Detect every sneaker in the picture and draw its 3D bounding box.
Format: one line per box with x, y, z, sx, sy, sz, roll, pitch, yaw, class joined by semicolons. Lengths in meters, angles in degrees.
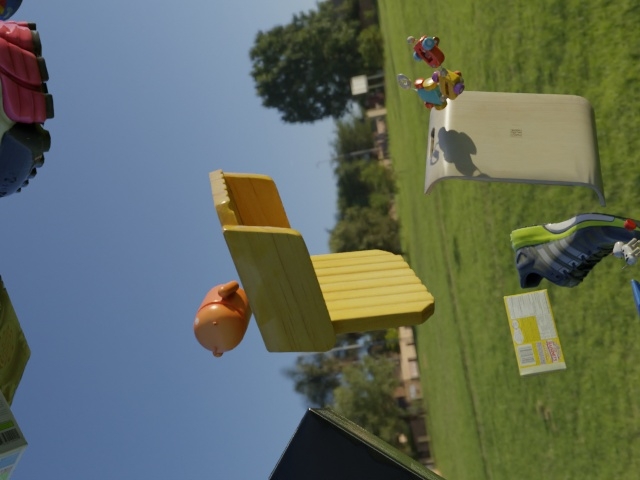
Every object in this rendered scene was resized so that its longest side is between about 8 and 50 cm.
-0.278;-0.050;0.490;0.112;0.299;0.121;-2;-117;-38;sneaker
0.475;0.024;1.326;0.300;0.111;0.121;-18;69;60;sneaker

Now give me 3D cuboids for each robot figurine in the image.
-0.234;0.185;1.751;0.128;0.158;0.219;44;-162;-13;robot figurine

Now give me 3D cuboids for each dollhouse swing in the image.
0.000;0.000;1.298;0.347;0.304;0.315;-117;8;-68;dollhouse swing

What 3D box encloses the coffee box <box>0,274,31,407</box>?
-0.599;0.184;1.267;0.246;0.098;0.141;97;177;-49;coffee box

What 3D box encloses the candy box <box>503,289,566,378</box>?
0.504;0.219;1.714;0.027;0.105;0.206;66;-163;-57;candy box

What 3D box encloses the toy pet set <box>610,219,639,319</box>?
0.428;0.050;0.929;0.114;0.122;0.065;-84;20;-45;toy pet set

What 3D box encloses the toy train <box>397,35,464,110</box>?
0.193;-0.290;1.239;0.125;0.046;0.166;43;167;2;toy train

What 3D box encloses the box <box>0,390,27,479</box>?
-0.525;0.326;1.057;0.114;0.203;0.103;-13;-123;-48;box

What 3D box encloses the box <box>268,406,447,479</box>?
0.085;0.312;0.887;0.103;0.261;0.184;-60;-13;-5;box

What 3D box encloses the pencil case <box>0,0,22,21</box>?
-0.669;-0.513;1.280;0.306;0.119;0.133;37;-142;-54;pencil case

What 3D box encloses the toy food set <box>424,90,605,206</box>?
0.344;-0.158;1.298;0.092;0.306;0.220;81;-164;-51;toy food set
